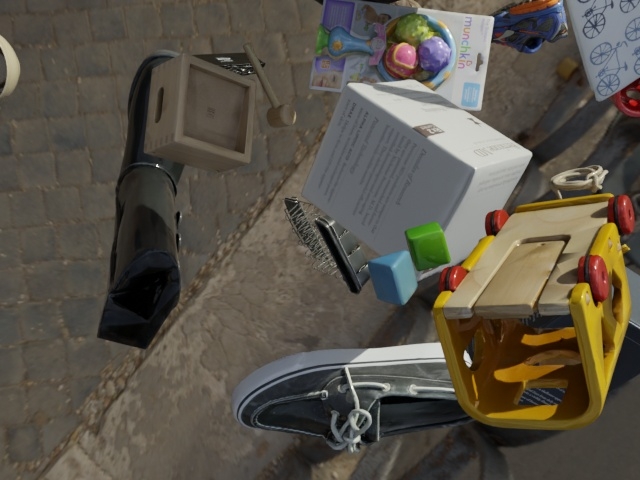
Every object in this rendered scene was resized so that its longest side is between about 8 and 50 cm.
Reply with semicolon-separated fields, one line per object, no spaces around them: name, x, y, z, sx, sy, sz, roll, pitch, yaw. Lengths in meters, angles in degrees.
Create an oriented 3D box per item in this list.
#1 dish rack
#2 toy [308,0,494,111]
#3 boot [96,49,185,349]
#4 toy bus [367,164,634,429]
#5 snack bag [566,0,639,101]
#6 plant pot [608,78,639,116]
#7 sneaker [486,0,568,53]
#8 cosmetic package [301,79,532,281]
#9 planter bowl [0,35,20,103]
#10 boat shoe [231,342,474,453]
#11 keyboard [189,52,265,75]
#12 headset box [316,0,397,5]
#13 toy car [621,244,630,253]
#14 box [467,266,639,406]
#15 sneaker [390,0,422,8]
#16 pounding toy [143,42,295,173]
dish rack;0.000;0.000;1.833;0.074;0.271;0.208;-38;120;-22
toy;0.108;-0.261;1.063;0.237;0.056;0.137;9;84;9
boot;-0.297;-0.085;1.383;0.146;0.445;0.367;9;123;-11
toy bus;0.154;0.040;0.523;0.202;0.191;0.104;-20;107;-10
snack bag;0.432;-0.356;0.898;0.342;0.037;0.323;-31;136;6
plant pot;0.608;-0.359;1.501;0.191;0.191;0.174;-9;47;-11
sneaker;0.321;-0.344;1.294;0.083;0.221;0.087;-30;102;-16
cosmetic package;0.109;-0.075;0.907;0.184;0.151;0.151;37;122;24
planter bowl;-0.631;-0.323;1.467;0.162;0.109;0.162;2;103;7
boat shoe;0.045;0.205;0.962;0.306;0.105;0.113;-3;129;-7
keyboard;-0.222;-0.404;1.840;0.192;0.100;0.038;-13;131;-36
headset box;0.055;-0.421;1.021;0.283;0.246;0.131;15;74;-53
toy car;0.719;0.016;2.010;0.122;0.040;0.060;-21;58;22
box;0.597;0.229;1.927;0.293;0.395;0.212;30;39;-18
sneaker;0.165;-0.533;1.792;0.071;0.066;0.188;-34;80;-28
pounding toy;-0.141;-0.194;1.144;0.206;0.094;0.181;14;74;-41
